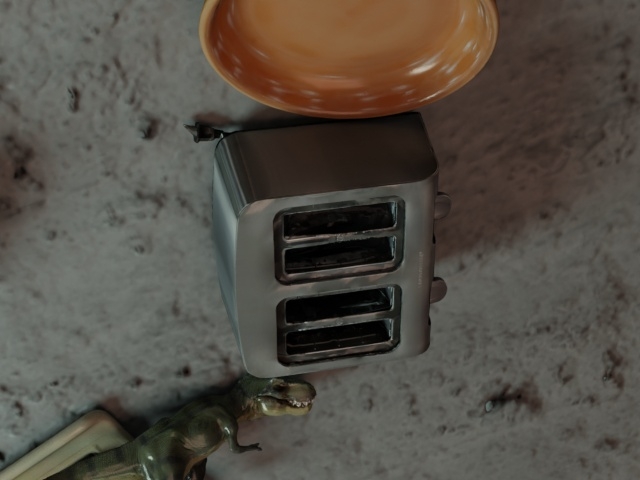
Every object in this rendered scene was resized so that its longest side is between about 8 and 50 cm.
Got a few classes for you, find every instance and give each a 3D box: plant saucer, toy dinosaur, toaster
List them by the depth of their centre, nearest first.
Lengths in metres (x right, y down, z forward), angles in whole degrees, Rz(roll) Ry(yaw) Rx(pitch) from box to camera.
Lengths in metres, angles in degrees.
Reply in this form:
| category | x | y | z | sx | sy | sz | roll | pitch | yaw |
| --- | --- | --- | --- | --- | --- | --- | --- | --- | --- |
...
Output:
| category | x | y | z | sx | sy | sz | roll | pitch | yaw |
| --- | --- | --- | --- | --- | --- | --- | --- | --- | --- |
| plant saucer | 0.019 | -0.149 | 0.863 | 0.200 | 0.037 | 0.200 | 0 | 153 | 0 |
| toaster | 0.000 | 0.000 | 0.959 | 0.186 | 0.110 | 0.168 | -6 | 124 | -10 |
| toy dinosaur | -0.125 | 0.196 | 1.069 | 0.268 | 0.064 | 0.118 | -22 | 113 | -18 |

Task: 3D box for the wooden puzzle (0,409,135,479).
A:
| category | x | y | z | sx | sy | sz | roll | pitch | yaw |
| --- | --- | --- | --- | --- | --- | --- | --- | --- | --- |
| wooden puzzle | -0.211 | 0.275 | 1.131 | 0.221 | 0.044 | 0.238 | -34 | 125 | 9 |
